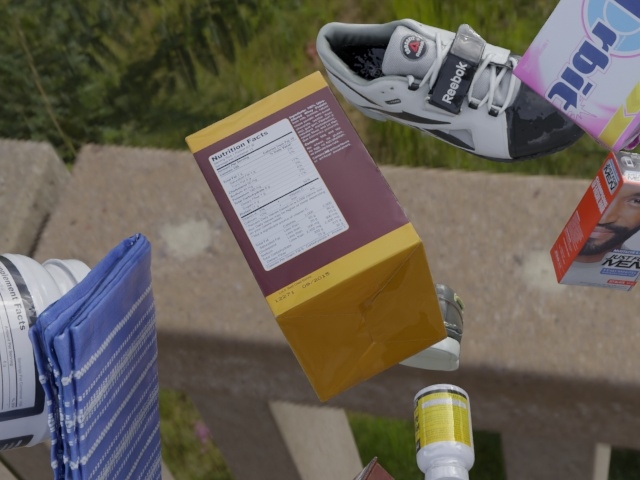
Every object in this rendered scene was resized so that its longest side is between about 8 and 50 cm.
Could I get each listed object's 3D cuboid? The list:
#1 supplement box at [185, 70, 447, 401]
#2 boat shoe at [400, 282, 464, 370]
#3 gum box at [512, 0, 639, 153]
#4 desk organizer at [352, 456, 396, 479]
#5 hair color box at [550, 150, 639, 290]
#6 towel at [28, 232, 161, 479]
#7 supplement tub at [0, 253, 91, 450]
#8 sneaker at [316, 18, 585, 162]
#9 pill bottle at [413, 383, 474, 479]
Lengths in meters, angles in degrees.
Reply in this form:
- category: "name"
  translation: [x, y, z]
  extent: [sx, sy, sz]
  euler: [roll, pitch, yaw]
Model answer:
- category: "supplement box"
  translation: [0.000, 0.000, 1.033]
  extent: [0.129, 0.191, 0.194]
  euler: [-27, 60, -2]
- category: "boat shoe"
  translation: [0.149, 0.127, 1.678]
  extent: [0.109, 0.305, 0.091]
  euler: [8, 79, 1]
- category: "gum box"
  translation: [0.244, -0.168, 0.925]
  extent: [0.107, 0.188, 0.062]
  euler: [41, 27, 17]
- category: "desk organizer"
  translation: [0.024, 0.194, 0.754]
  extent: [0.050, 0.130, 0.047]
  euler: [42, 111, 2]
- category: "hair color box"
  translation: [0.326, -0.018, 1.297]
  extent: [0.093, 0.167, 0.053]
  euler: [6, 46, -14]
- category: "towel"
  translation: [-0.186, 0.182, 1.041]
  extent: [0.040, 0.336, 0.243]
  euler: [3, 18, 7]
- category: "supplement tub"
  translation: [-0.353, 0.113, 1.139]
  extent: [0.272, 0.191, 0.191]
  euler: [-6, 48, -35]
- category: "sneaker"
  translation: [0.137, -0.175, 1.328]
  extent: [0.330, 0.146, 0.122]
  euler: [13, 81, 29]
- category: "pill bottle"
  translation: [0.138, 0.224, 1.331]
  extent: [0.065, 0.065, 0.116]
  euler: [-6, 48, 7]
